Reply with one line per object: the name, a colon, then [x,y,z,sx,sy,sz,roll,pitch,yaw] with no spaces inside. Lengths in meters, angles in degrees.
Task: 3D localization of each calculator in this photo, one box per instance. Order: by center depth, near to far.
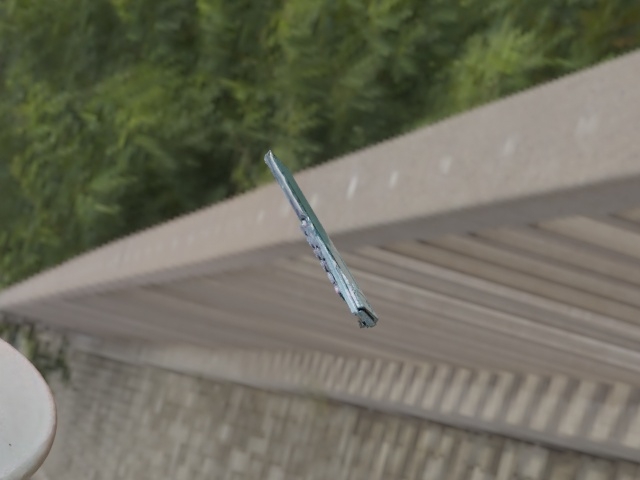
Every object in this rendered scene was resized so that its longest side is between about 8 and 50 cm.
calculator: [0.000,0.000,1.291,0.172,0.018,0.057,60,-177,23]

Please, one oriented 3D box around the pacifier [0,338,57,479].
pacifier: [-0.303,0.074,0.832,0.273,0.332,0.220,-42,62,46]
